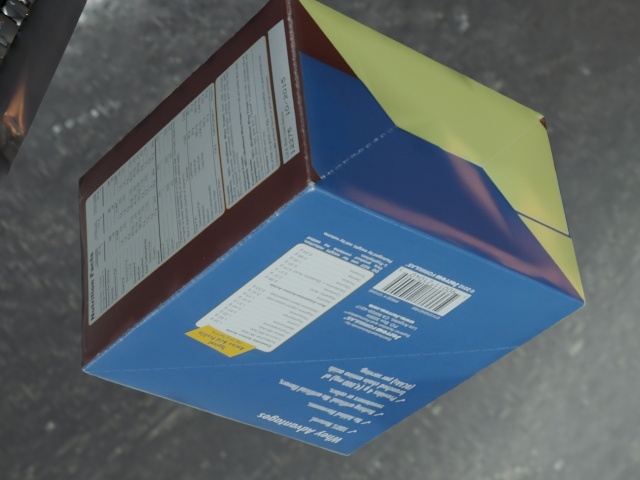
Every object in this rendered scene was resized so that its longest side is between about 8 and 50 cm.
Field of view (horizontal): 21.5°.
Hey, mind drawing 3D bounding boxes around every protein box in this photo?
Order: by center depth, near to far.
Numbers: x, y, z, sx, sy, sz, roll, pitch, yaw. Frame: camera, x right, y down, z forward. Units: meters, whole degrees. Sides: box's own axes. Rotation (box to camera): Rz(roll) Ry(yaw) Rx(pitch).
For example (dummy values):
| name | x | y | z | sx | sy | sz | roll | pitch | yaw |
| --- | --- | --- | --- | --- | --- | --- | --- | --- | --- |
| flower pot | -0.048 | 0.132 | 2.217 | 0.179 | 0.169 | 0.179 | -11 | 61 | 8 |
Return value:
| name | x | y | z | sx | sy | sz | roll | pitch | yaw |
| --- | --- | --- | --- | --- | --- | --- | --- | --- | --- |
| protein box | 0.000 | 0.000 | 0.949 | 0.200 | 0.136 | 0.201 | 22 | 136 | -35 |

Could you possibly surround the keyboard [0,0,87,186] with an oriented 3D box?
| name | x | y | z | sx | sy | sz | roll | pitch | yaw |
| --- | --- | --- | --- | --- | --- | --- | --- | --- | --- |
| keyboard | -0.185 | -0.099 | 0.615 | 0.201 | 0.317 | 0.033 | 41 | 120 | -20 |
